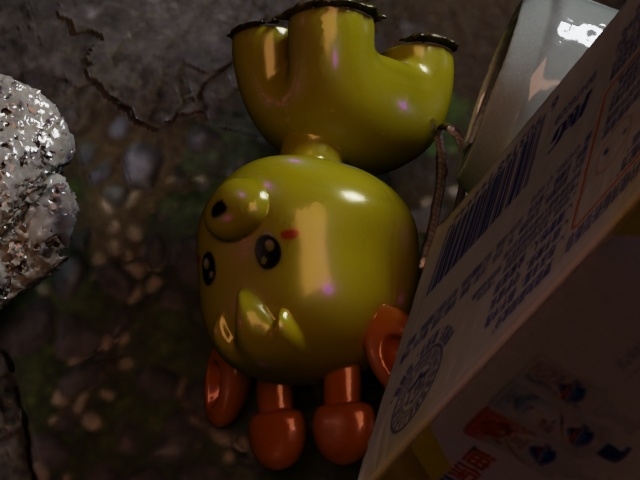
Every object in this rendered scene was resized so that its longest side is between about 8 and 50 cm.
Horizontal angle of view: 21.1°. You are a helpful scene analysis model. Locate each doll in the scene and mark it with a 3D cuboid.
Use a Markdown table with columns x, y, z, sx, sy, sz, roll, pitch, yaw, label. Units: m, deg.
| x | y | z | sx | sy | sz | roll | pitch | yaw | label |
| --- | --- | --- | --- | --- | --- | --- | --- | --- | --- |
| 0.000 | 0.000 | 0.820 | 0.143 | 0.135 | 0.220 | -13 | 67 | 39 | doll |

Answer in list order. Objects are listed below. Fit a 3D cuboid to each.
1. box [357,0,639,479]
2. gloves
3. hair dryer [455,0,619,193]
| x | y | z | sx | sy | sz | roll | pitch | yaw | label |
| --- | --- | --- | --- | --- | --- | --- | --- | --- | --- |
| 0.124 | 0.001 | 0.641 | 0.097 | 0.265 | 0.168 | 28 | 45 | -8 | box |
| -0.187 | -0.014 | 0.872 | 0.114 | 0.070 | 0.153 | 37 | 75 | 22 | gloves |
| 0.198 | -0.150 | 0.741 | 0.173 | 0.107 | 0.357 | 20 | 111 | -2 | hair dryer |
